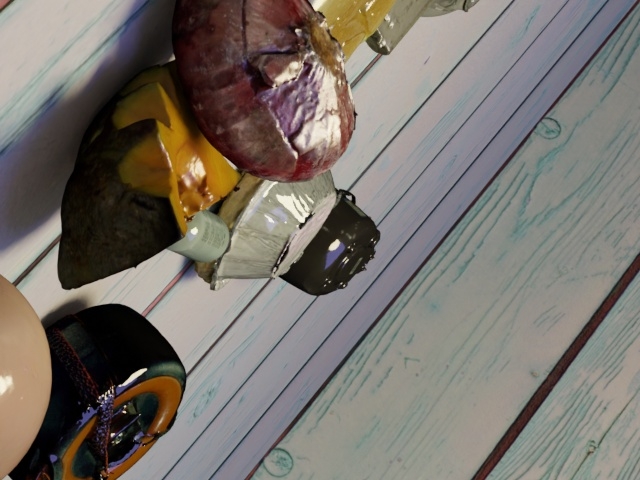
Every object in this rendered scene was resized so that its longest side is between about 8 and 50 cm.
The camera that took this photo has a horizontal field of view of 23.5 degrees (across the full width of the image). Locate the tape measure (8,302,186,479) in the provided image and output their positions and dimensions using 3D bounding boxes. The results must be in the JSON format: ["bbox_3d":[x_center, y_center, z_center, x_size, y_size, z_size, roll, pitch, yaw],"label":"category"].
[{"bbox_3d":[-0.227,0.164,1.505,0.202,0.135,0.223,-42,161,-16],"label":"tape measure"}]

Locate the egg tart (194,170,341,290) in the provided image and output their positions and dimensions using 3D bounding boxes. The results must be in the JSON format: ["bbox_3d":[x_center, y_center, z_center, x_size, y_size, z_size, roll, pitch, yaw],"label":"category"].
[{"bbox_3d":[-0.049,-0.030,1.786,0.234,0.094,0.234,-53,171,-12],"label":"egg tart"}]

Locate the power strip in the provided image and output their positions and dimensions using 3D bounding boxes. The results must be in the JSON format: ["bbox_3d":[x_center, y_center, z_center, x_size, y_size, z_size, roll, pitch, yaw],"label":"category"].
[{"bbox_3d":[0.102,-0.294,1.653,0.268,0.034,0.092,-51,137,-14],"label":"power strip"}]

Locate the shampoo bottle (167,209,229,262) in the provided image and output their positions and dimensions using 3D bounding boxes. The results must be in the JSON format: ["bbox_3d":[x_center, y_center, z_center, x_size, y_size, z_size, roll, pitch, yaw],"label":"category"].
[{"bbox_3d":[-0.137,-0.014,1.551,0.056,0.056,0.195,-54,169,0],"label":"shampoo bottle"}]

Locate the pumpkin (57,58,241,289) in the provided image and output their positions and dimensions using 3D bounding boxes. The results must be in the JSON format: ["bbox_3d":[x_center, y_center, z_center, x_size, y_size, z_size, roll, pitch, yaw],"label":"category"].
[{"bbox_3d":[-0.163,-0.054,1.232,0.149,0.130,0.254,-23,-170,12],"label":"pumpkin"}]

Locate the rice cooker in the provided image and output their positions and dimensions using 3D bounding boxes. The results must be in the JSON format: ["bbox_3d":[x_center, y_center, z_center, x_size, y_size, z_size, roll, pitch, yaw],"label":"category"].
[{"bbox_3d":[0.000,0.000,2.027,0.142,0.118,0.203,-57,166,14],"label":"rice cooker"}]

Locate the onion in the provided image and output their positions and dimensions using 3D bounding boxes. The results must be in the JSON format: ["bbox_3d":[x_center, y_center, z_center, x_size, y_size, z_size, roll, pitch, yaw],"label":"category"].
[{"bbox_3d":[-0.062,-0.123,1.222,0.151,0.206,0.098,-5,-143,45],"label":"onion"}]

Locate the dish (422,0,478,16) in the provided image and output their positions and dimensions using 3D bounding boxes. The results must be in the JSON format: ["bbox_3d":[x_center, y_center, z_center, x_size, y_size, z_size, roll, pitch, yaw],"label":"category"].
[{"bbox_3d":[0.173,-0.340,1.802,0.224,0.078,0.246,-48,168,-25],"label":"dish"}]

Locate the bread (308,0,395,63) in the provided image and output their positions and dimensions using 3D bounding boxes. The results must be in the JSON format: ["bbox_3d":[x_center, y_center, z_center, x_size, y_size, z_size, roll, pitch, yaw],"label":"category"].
[{"bbox_3d":[0.001,-0.229,1.317,0.213,0.104,0.213,-47,167,-14],"label":"bread"}]

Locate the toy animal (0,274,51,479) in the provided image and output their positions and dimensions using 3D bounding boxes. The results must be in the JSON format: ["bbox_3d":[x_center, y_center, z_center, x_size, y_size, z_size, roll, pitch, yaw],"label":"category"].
[{"bbox_3d":[-0.284,0.087,0.915,0.213,0.195,0.256,-15,-177,26],"label":"toy animal"}]
